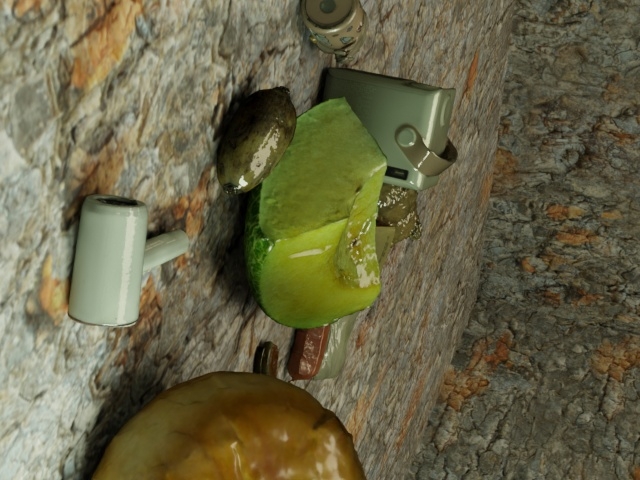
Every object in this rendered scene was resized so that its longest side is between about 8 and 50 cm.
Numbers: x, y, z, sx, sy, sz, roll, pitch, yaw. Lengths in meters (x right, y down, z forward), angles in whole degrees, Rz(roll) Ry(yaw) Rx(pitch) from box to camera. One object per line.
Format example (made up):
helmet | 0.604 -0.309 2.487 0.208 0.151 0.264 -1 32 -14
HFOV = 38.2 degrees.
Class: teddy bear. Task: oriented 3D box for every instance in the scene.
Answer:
teddy bear | 0.120 -0.079 1.828 0.256 0.156 0.267 64 44 -62

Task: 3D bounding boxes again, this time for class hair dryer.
hair dryer | -0.197 0.009 1.043 0.236 0.073 0.131 -24 125 -72

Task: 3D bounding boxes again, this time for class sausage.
sausage | -0.020 0.191 1.748 0.065 0.065 0.169 11 91 -73

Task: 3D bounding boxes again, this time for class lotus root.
lotus root | -0.087 -0.139 1.242 0.080 0.089 0.179 43 58 -28

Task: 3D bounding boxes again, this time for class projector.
projector | 0.121 -0.192 1.589 0.163 0.242 0.177 -24 127 -66

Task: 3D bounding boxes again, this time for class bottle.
bottle | 0.028 -0.335 1.437 0.152 0.098 0.099 45 61 -74

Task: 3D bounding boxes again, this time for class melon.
melon | 0.000 0.000 1.429 0.344 0.226 0.331 103 2 -50

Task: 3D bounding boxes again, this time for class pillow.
pillow | 0.042 0.189 1.969 0.148 0.050 0.230 20 84 -66

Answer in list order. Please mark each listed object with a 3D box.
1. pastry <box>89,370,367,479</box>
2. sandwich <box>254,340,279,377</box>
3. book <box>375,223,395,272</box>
pastry | -0.108 0.365 1.145 0.409 0.245 0.410 11 70 -33
sandwich | -0.091 0.213 1.601 0.069 0.026 0.101 -44 144 -58
book | 0.036 0.044 1.679 0.231 0.026 0.161 1 114 -48
